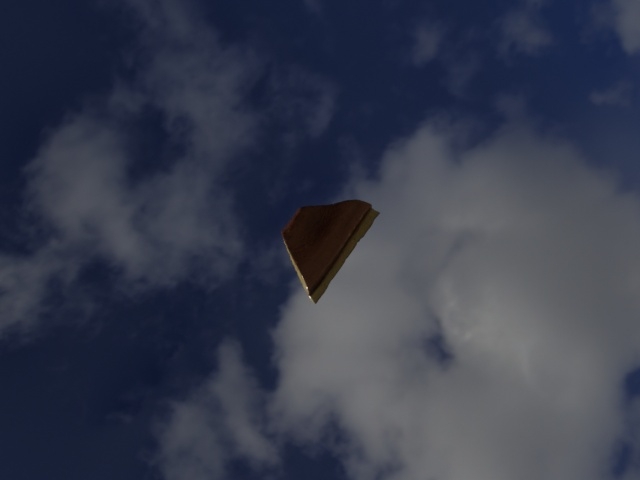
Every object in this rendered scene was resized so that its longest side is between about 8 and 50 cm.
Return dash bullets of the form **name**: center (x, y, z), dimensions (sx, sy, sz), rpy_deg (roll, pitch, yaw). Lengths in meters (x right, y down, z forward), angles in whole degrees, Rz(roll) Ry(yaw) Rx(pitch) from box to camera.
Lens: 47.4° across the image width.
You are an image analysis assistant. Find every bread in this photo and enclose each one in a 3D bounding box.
- **bread**: center (0.000, 0.001, 1.196), dimensions (0.192, 0.119, 0.067), rpy_deg (-51, -28, -21)
